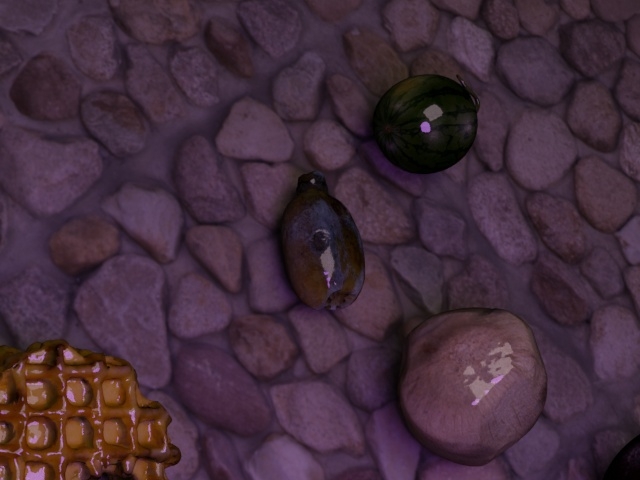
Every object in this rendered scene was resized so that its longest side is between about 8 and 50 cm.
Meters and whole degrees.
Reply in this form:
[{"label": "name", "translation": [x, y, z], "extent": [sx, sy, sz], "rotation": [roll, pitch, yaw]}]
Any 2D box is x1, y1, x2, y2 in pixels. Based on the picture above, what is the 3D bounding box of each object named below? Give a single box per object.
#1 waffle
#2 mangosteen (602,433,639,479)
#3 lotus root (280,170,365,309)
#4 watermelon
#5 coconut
[{"label": "waffle", "translation": [-0.316, 0.258, 1.743], "extent": [0.324, 0.151, 0.261], "rotation": [-46, 115, -35]}, {"label": "mangosteen", "translation": [0.492, 0.403, 2.039], "extent": [0.307, 0.307, 0.347], "rotation": [30, 90, -13]}, {"label": "lotus root", "translation": [0.000, 0.000, 2.067], "extent": [0.113, 0.088, 0.192], "rotation": [5, 66, -42]}, {"label": "watermelon", "translation": [0.163, -0.168, 2.186], "extent": [0.187, 0.141, 0.140], "rotation": [-15, 77, -34]}, {"label": "coconut", "translation": [0.197, 0.184, 2.028], "extent": [0.224, 0.224, 0.224], "rotation": [10, 66, -23]}]
